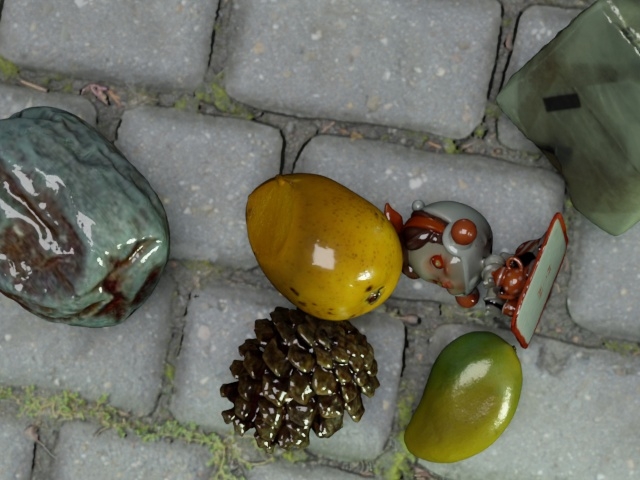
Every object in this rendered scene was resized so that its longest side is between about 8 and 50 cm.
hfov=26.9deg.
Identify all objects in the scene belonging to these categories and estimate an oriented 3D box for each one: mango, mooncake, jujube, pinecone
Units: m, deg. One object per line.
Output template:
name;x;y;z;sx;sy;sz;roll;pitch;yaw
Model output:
mango;0.194;0.210;1.756;0.122;0.085;0.191;22;100;-4
mooncake;0.381;-0.168;1.689;0.250;0.136;0.254;51;136;7
jujube;-0.337;-0.027;1.745;0.246;0.215;0.308;-37;90;14
mango;0.000;0.000;1.700;0.191;0.290;0.160;24;99;-30
pinecone;-0.026;0.181;1.730;0.184;0.179;0.204;34;108;-1

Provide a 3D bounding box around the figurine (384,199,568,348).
figurine;0.183;0.016;1.726;0.226;0.183;0.160;21;81;18
